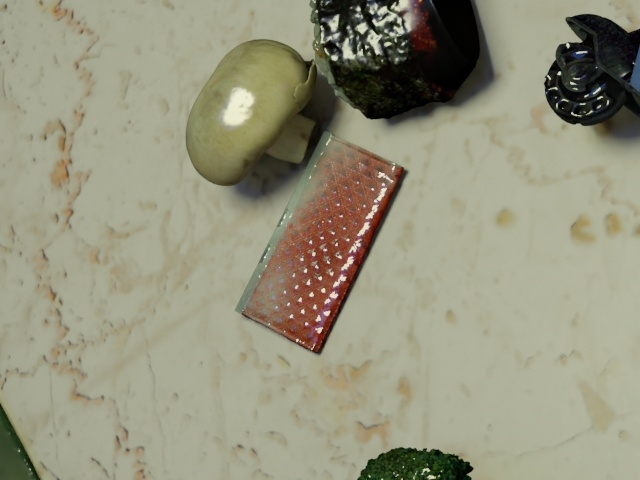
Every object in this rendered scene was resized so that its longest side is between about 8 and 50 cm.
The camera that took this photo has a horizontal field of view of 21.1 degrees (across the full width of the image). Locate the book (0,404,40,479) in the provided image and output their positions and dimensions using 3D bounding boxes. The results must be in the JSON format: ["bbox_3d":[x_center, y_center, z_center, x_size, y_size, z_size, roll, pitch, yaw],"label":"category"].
[{"bbox_3d":[-0.419,0.270,1.746,0.260,0.043,0.371,-30,59,-8],"label":"book"}]

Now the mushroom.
[{"bbox_3d":[-0.061,-0.119,1.653,0.154,0.122,0.154,-53,12,17],"label":"mushroom"}]

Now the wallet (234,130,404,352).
[{"bbox_3d":[0.000,0.000,1.638,0.103,0.020,0.196,25,89,35],"label":"wallet"}]

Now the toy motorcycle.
[{"bbox_3d":[0.353,-0.114,1.401,0.212,0.125,0.358,-48,59,0],"label":"toy motorcycle"}]

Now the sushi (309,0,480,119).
[{"bbox_3d":[0.060,-0.230,1.604,0.126,0.136,0.225,-24,71,27],"label":"sushi"}]

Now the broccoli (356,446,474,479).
[{"bbox_3d":[0.108,0.300,1.365,0.297,0.297,0.298,1,73,0],"label":"broccoli"}]
